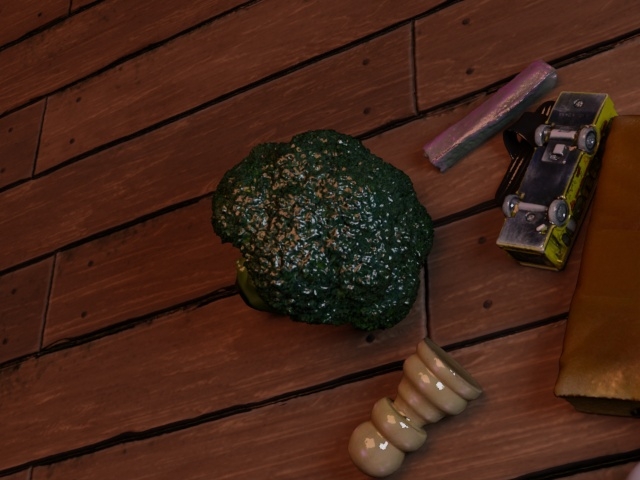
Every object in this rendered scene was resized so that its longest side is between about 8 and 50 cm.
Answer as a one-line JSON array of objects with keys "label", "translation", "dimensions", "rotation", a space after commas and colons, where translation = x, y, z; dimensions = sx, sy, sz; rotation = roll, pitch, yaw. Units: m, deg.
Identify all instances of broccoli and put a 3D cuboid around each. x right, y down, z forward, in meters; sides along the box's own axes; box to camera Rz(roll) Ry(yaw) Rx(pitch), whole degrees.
[{"label": "broccoli", "translation": [0.000, 0.000, 1.567], "dimensions": [0.297, 0.298, 0.297], "rotation": [128, 154, -57]}]

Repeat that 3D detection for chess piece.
[{"label": "chess piece", "translation": [0.101, 0.206, 1.443], "dimensions": [0.170, 0.094, 0.094], "rotation": [-48, 44, 10]}]

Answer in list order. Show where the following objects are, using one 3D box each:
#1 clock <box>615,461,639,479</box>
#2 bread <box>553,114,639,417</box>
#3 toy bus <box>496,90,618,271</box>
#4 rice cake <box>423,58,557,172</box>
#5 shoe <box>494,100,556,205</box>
[{"label": "clock", "translation": [0.316, 0.271, 1.198], "dimensions": [0.176, 0.080, 0.117], "rotation": [-18, 25, -29]}, {"label": "bread", "translation": [0.367, 0.022, 1.368], "dimensions": [0.138, 0.077, 0.361], "rotation": [-1, 61, 37]}, {"label": "toy bus", "translation": [0.290, -0.077, 1.494], "dimensions": [0.081, 0.074, 0.226], "rotation": [9, 66, 39]}, {"label": "rice cake", "translation": [0.227, -0.167, 1.629], "dimensions": [0.207, 0.036, 0.047], "rotation": [-37, 56, 11]}, {"label": "shoe", "translation": [0.257, -0.119, 1.558], "dimensions": [0.062, 0.053, 0.159], "rotation": [7, 68, 60]}]
